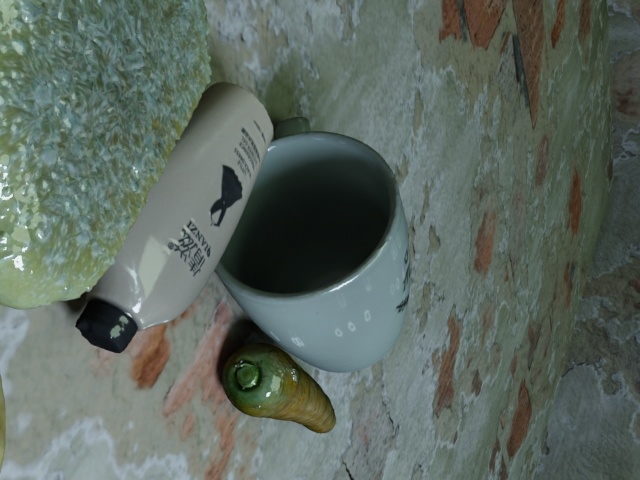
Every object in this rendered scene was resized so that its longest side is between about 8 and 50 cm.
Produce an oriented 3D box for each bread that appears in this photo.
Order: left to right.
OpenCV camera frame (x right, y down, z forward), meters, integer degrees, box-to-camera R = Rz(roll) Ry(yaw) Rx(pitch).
[{"bbox_3d":[-0.160,-0.108,0.484,0.207,0.056,0.287,55,45,-50],"label":"bread"}]

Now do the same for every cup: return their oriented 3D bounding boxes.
[{"bbox_3d":[0.000,0.000,0.819,0.234,0.186,0.258,66,12,-57],"label":"cup"}]

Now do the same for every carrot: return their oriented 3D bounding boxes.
[{"bbox_3d":[-0.028,0.185,0.901,0.298,0.078,0.078,52,51,-61],"label":"carrot"}]

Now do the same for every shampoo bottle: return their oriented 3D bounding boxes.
[{"bbox_3d":[-0.122,-0.020,0.652,0.257,0.078,0.127,-63,147,-31],"label":"shampoo bottle"}]

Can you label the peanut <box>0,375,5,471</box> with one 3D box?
[{"bbox_3d":[-0.242,0.030,0.368,0.152,0.152,0.313,-43,135,-51],"label":"peanut"}]
